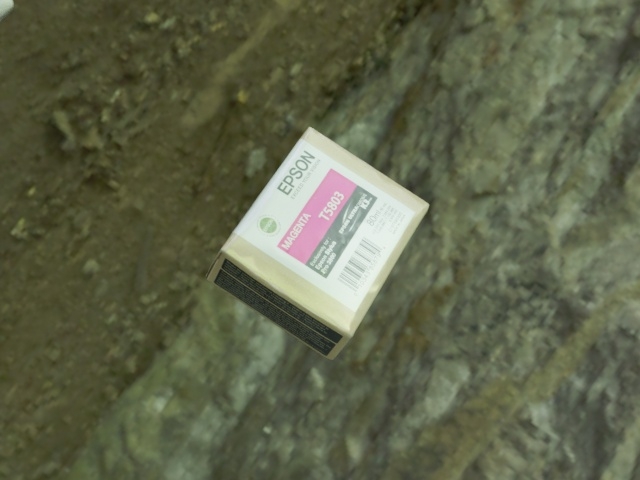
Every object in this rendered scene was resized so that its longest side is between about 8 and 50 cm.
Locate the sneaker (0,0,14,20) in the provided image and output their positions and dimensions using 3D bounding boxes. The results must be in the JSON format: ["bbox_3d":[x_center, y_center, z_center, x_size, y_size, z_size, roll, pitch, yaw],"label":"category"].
[{"bbox_3d":[-0.278,-0.284,0.730,0.111,0.129,0.297,-10,-104,59],"label":"sneaker"}]

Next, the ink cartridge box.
[{"bbox_3d":[0.000,0.000,1.278,0.235,0.193,0.088,-57,-179,-32],"label":"ink cartridge box"}]
